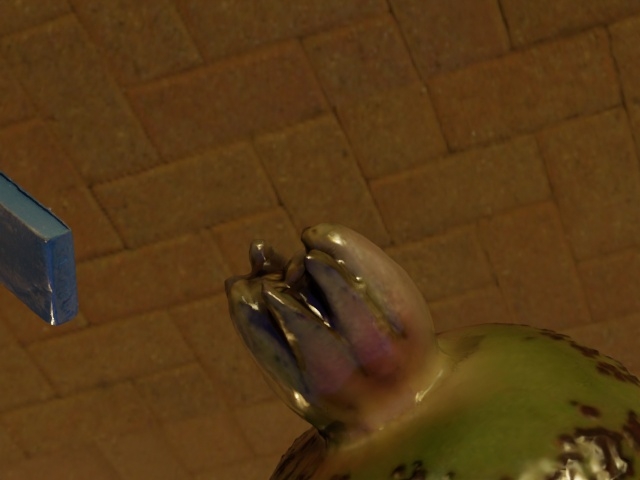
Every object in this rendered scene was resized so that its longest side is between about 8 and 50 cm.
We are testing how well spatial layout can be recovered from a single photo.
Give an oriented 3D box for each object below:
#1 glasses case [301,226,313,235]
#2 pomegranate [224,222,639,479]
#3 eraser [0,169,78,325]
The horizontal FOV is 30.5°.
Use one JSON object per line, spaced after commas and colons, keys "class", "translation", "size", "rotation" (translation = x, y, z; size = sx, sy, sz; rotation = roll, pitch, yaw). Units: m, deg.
{"class": "glasses case", "translation": [0.000, 0.000, 1.043], "size": [0.033, 0.083, 0.023], "rotation": [4, 90, -4]}
{"class": "pomegranate", "translation": [0.061, 0.137, 0.662], "size": [0.285, 0.285, 0.341], "rotation": [-30, 104, 22]}
{"class": "eraser", "translation": [-0.402, -0.031, 1.405], "size": [0.312, 0.042, 0.144], "rotation": [36, 138, 28]}
